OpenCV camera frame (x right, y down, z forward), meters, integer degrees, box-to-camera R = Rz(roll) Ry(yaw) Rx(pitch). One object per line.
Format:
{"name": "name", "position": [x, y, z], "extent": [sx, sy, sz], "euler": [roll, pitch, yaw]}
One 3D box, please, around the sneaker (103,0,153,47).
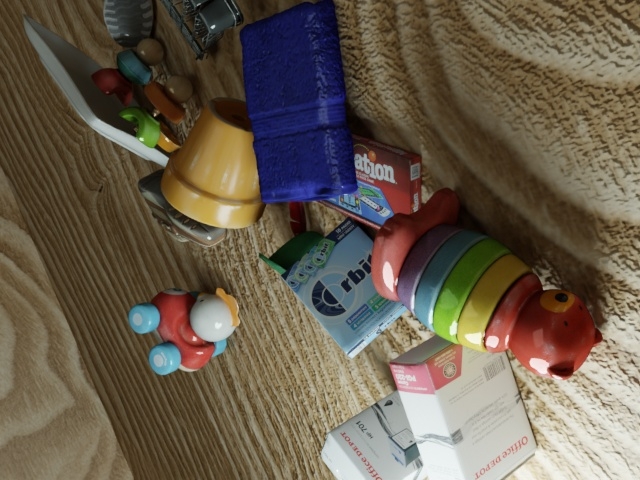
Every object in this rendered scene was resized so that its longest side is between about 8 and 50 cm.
{"name": "sneaker", "position": [-0.417, -0.555, 1.649], "extent": [0.115, 0.105, 0.281], "euler": [-106, 13, -54]}

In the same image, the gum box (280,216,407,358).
{"name": "gum box", "position": [0.049, 0.076, 1.285], "extent": [0.184, 0.157, 0.041], "euler": [47, 178, 27]}

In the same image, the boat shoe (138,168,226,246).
{"name": "boat shoe", "position": [-0.306, -0.059, 1.762], "extent": [0.324, 0.123, 0.116], "euler": [38, 145, 47]}

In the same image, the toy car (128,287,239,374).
{"name": "toy car", "position": [-0.285, 0.178, 1.843], "extent": [0.238, 0.219, 0.210], "euler": [-35, 77, 28]}

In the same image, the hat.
{"name": "hat", "position": [0.000, 0.000, 1.431], "extent": [0.173, 0.183, 0.208], "euler": [29, 171, 43]}

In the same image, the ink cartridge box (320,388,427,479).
{"name": "ink cartridge box", "position": [0.118, 0.354, 1.318], "extent": [0.139, 0.191, 0.082], "euler": [47, 143, 27]}

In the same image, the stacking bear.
{"name": "stacking bear", "position": [0.228, 0.077, 1.030], "extent": [0.289, 0.175, 0.164], "euler": [32, 133, 32]}

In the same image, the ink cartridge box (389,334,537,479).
{"name": "ink cartridge box", "position": [0.214, 0.248, 1.143], "extent": [0.092, 0.159, 0.217], "euler": [-13, 98, 56]}

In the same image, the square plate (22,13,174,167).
{"name": "square plate", "position": [-0.481, -0.308, 1.708], "extent": [0.344, 0.049, 0.347], "euler": [52, -172, 23]}

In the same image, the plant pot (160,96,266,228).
{"name": "plant pot", "position": [-0.177, -0.157, 1.448], "extent": [0.205, 0.205, 0.188], "euler": [44, 125, 32]}

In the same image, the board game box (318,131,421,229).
{"name": "board game box", "position": [0.058, -0.105, 1.274], "extent": [0.281, 0.027, 0.145], "euler": [27, 129, 46]}

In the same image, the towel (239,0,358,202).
{"name": "towel", "position": [-0.031, -0.217, 1.264], "extent": [0.228, 0.076, 0.308], "euler": [-1, 99, 48]}

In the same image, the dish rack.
{"name": "dish rack", "position": [-0.240, -0.442, 1.406], "extent": [0.208, 0.074, 0.271], "euler": [58, 168, -6]}

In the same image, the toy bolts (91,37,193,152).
{"name": "toy bolts", "position": [-0.357, -0.324, 1.686], "extent": [0.228, 0.158, 0.218], "euler": [50, -172, 14]}
